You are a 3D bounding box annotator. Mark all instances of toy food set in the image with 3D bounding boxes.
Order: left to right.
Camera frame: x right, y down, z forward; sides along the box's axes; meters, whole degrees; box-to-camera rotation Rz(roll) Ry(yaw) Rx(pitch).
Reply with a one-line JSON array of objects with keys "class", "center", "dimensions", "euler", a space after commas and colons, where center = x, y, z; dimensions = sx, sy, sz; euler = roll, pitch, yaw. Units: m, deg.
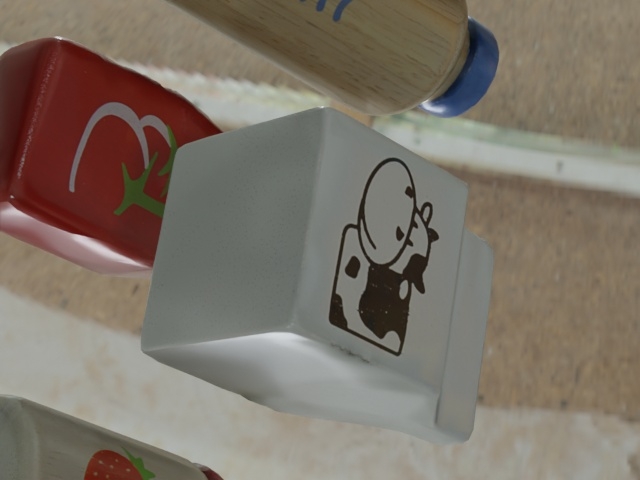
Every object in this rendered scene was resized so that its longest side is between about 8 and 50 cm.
[{"class": "toy food set", "center": [0.000, 0.000, 0.385], "dimensions": [0.104, 0.232, 0.111], "euler": [26, -27, -39]}]
